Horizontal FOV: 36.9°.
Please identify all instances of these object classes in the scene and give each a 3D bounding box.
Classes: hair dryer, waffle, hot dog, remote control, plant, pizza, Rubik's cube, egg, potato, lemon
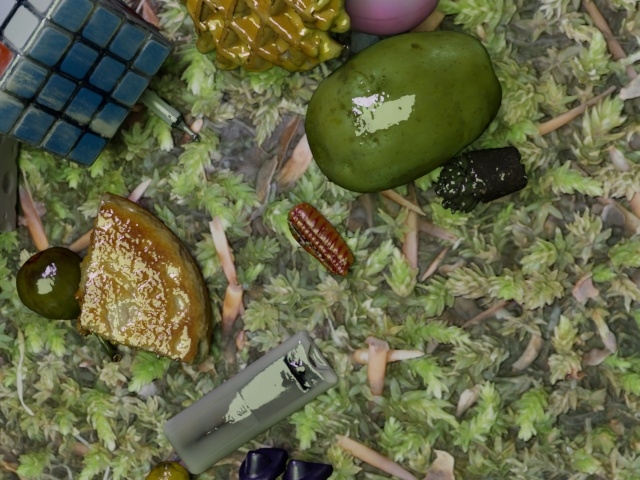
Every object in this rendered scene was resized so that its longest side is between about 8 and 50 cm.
[{"bbox_3d":[-0.273,-0.237,1.616,0.198,0.057,0.100,41,103,-4],"label":"hair dryer"},{"bbox_3d":[-0.112,-0.424,1.417,0.382,0.095,0.379,5,119,50],"label":"waffle"},{"bbox_3d":[0.000,0.000,1.583,0.062,0.038,0.144,-41,87,13],"label":"hot dog"},{"bbox_3d":[-0.126,0.282,1.631,0.313,0.055,0.109,-35,88,13],"label":"remote control"},{"bbox_3d":[0.247,-0.097,1.494,0.143,0.094,0.092,-17,81,8],"label":"plant"},{"bbox_3d":[-0.315,0.083,1.616,0.226,0.086,0.335,-31,90,-10],"label":"pizza"},{"bbox_3d":[-0.437,-0.305,1.499,0.253,0.259,0.256,41,101,28],"label":"Rubik's cube"},{"bbox_3d":[0.060,-0.418,1.450,0.271,0.196,0.196,37,102,23],"label":"egg"},{"bbox_3d":[0.121,-0.196,1.454,0.304,0.216,0.215,-21,91,17],"label":"potato"},{"bbox_3d":[-0.270,0.435,1.665,0.082,0.082,0.110,26,105,8],"label":"lemon"}]

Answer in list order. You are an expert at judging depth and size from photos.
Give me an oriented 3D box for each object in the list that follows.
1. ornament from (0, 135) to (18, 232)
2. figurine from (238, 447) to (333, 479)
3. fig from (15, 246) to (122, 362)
[{"bbox_3d":[-0.666,-0.128,1.591,0.240,0.240,0.239,4,98,8],"label":"ornament"},{"bbox_3d":[-0.082,0.552,1.582,0.154,0.193,0.420,7,102,8],"label":"figurine"},{"bbox_3d":[-0.420,0.115,1.661,0.124,0.124,0.236,-34,109,13],"label":"fig"}]
